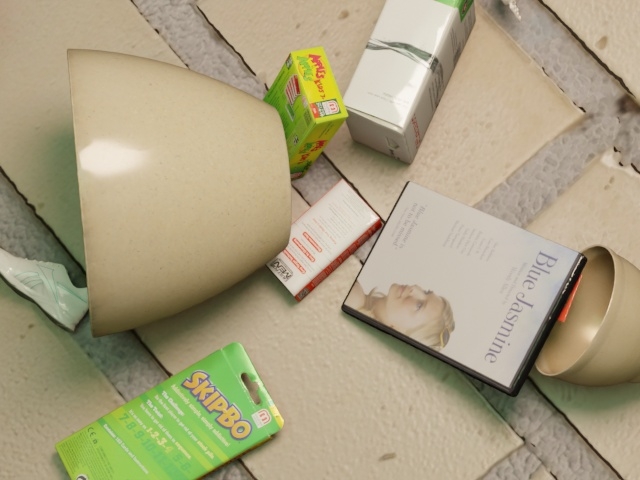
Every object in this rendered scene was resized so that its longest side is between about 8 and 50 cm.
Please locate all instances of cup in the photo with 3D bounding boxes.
[{"bbox_3d":[-0.162,-0.062,1.594,0.236,0.331,0.331,-4,77,-9],"label":"cup"}]

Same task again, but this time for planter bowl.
[{"bbox_3d":[0.330,0.100,1.566,0.109,0.162,0.162,25,81,-15],"label":"planter bowl"}]

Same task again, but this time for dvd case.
[{"bbox_3d":[0.163,0.052,1.609,0.253,0.022,0.180,25,84,33],"label":"dvd case"}]

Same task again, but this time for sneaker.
[{"bbox_3d":[-0.350,0.049,1.715,0.152,0.054,0.061,36,76,7],"label":"sneaker"}]

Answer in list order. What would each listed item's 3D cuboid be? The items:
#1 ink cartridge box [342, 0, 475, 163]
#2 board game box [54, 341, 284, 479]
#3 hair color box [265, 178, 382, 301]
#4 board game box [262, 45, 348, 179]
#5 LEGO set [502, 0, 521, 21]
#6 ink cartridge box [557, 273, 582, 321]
[{"bbox_3d":[0.108,-0.215,1.654,0.086,0.153,0.208,22,81,12],"label":"ink cartridge box"},{"bbox_3d":[-0.179,0.236,1.655,0.259,0.039,0.124,-31,76,3],"label":"board game box"},{"bbox_3d":[0.000,0.000,1.678,0.141,0.043,0.072,-41,76,-4],"label":"hair color box"},{"bbox_3d":[-0.028,-0.147,1.643,0.043,0.181,0.092,-13,75,-23],"label":"board game box"},{"bbox_3d":[0.228,-0.386,1.719,0.244,0.060,0.182,-51,47,-2],"label":"LEGO set"},{"bbox_3d":[0.249,0.057,1.600,0.029,0.115,0.063,27,80,-27],"label":"ink cartridge box"}]
